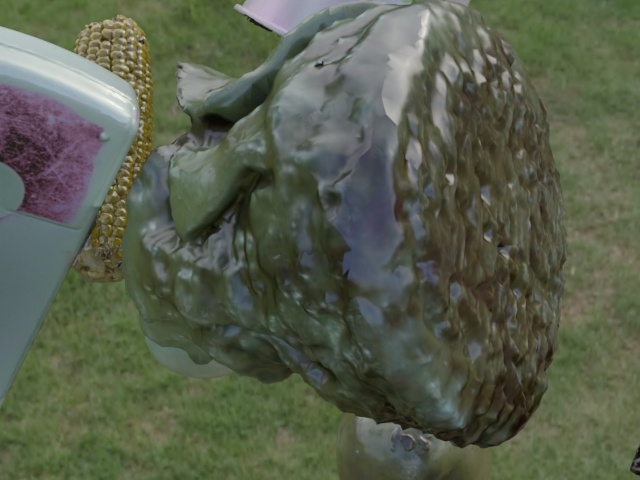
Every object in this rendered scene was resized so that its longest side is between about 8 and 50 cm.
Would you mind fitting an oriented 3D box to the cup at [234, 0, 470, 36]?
[{"bbox_3d":[0.072,-0.310,1.268,0.253,0.274,0.253,28,7,-4],"label":"cup"}]

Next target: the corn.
[{"bbox_3d":[-0.222,-0.101,1.184,0.106,0.106,0.293,-2,76,3],"label":"corn"}]

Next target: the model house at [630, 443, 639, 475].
[{"bbox_3d":[0.386,0.257,1.136,0.317,0.282,0.297,-3,49,25],"label":"model house"}]

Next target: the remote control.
[{"bbox_3d":[-0.238,0.018,0.717,0.145,0.344,0.050,18,35,-24],"label":"remote control"}]

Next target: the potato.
[{"bbox_3d":[0.133,0.304,1.623,0.221,0.326,0.243,-3,41,12],"label":"potato"}]

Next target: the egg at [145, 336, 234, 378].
[{"bbox_3d":[-0.130,0.104,1.323,0.152,0.114,0.114,-2,39,17],"label":"egg"}]

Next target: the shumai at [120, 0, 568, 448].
[{"bbox_3d":[0.000,0.000,0.934,0.348,0.395,0.395,-9,36,25],"label":"shumai"}]
